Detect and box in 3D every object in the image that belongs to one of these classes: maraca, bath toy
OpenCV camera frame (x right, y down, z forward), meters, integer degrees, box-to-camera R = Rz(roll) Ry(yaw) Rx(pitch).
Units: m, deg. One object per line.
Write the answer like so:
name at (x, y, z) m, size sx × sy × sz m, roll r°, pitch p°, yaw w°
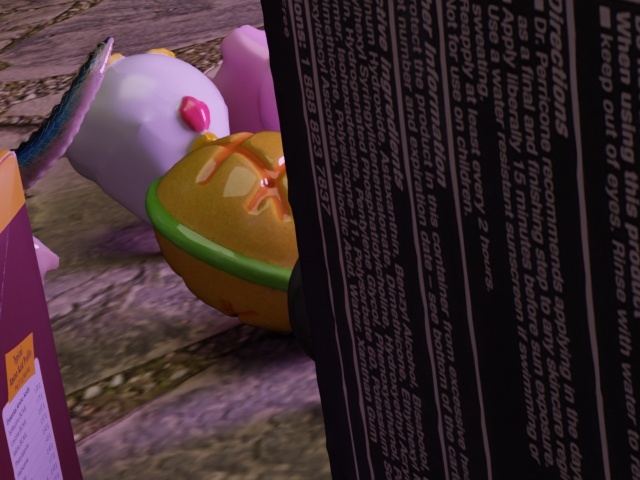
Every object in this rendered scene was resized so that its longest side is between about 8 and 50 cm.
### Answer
maraca at (0.000, 0.000, 1.001) m, size 0.185 × 0.099 × 0.127 m, roll 13°, pitch 25°, yaw -12°
bath toy at (0.005, -0.088, 1.235) m, size 0.348 × 0.129 × 0.151 m, roll -20°, pitch -24°, yaw -35°

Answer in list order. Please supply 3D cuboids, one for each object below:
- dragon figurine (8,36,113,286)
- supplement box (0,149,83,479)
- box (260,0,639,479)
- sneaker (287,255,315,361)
dragon figurine at (-0.210, 0.003, 0.922) m, size 0.144 × 0.289 × 0.085 m, roll 35°, pitch 33°, yaw 8°
supplement box at (-0.164, 0.094, 0.624) m, size 0.129 × 0.194 × 0.191 m, roll -7°, pitch 18°, yaw 9°
box at (0.133, 0.046, 0.464) m, size 0.182 × 0.296 × 0.294 m, roll -15°, pitch 20°, yaw -19°
sneaker at (0.120, 0.034, 0.821) m, size 0.281 × 0.106 × 0.162 m, roll -6°, pitch 21°, yaw 6°
